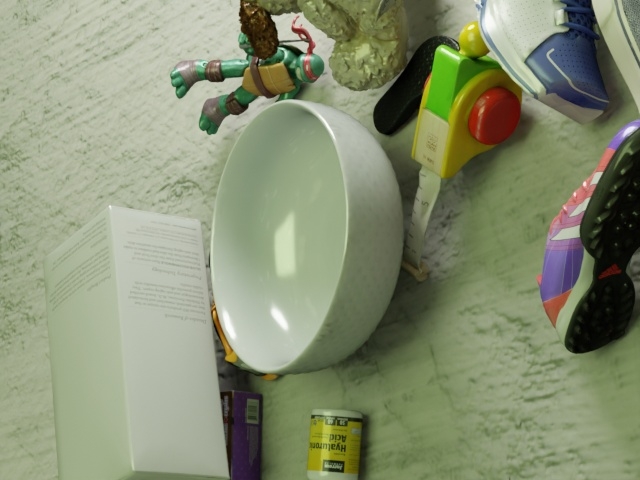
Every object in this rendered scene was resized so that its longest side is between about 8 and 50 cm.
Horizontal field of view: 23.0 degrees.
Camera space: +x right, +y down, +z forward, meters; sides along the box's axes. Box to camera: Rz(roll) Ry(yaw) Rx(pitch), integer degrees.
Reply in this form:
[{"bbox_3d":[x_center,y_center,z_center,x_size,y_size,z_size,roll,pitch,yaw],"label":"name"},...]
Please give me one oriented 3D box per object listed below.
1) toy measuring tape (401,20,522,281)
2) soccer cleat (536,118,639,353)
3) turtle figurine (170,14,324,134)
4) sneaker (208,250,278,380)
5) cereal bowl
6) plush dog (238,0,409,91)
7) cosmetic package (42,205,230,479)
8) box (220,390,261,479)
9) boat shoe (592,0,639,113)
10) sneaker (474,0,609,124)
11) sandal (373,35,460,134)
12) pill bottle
[{"bbox_3d":[0.171,-0.107,1.878,0.121,0.121,0.330,37,129,42],"label":"toy measuring tape"},{"bbox_3d":[0.288,-0.019,1.641,0.318,0.109,0.116,97,151,-46],"label":"soccer cleat"},{"bbox_3d":[-0.077,-0.211,2.110,0.234,0.118,0.175,-8,115,34],"label":"turtle figurine"},{"bbox_3d":[-0.109,0.084,2.091,0.084,0.083,0.215,-45,52,29],"label":"sneaker"},{"bbox_3d":[0.000,0.000,1.938,0.339,0.141,0.339,-15,73,58],"label":"cereal bowl"},{"bbox_3d":[-0.004,-0.336,1.944,0.225,0.210,0.262,5,72,19],"label":"plush dog"},{"bbox_3d":[-0.249,0.163,2.066,0.197,0.155,0.365,-31,59,45],"label":"cosmetic package"},{"bbox_3d":[-0.169,0.354,2.104,0.201,0.057,0.293,-12,73,43],"label":"box"},{"bbox_3d":[0.404,-0.192,1.647,0.158,0.127,0.340,-28,72,32],"label":"boat shoe"},{"bbox_3d":[0.267,-0.304,1.777,0.182,0.127,0.315,-39,51,29],"label":"sneaker"},{"bbox_3d":[0.127,-0.194,1.964,0.179,0.040,0.067,-44,47,46],"label":"sandal"},{"bbox_3d":[0.017,0.267,1.942,0.065,0.065,0.116,-4,79,43],"label":"pill bottle"}]
